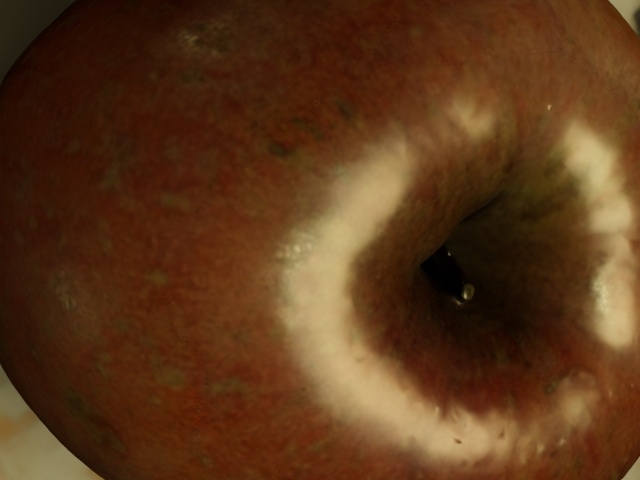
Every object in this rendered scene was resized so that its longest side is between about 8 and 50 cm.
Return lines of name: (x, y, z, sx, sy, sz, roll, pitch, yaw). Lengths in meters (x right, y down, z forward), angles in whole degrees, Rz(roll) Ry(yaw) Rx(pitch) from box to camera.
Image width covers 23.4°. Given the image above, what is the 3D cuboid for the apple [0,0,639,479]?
apple: (0.000, 0.000, 0.543, 0.253, 0.253, 0.253, -20, 123, -34)
